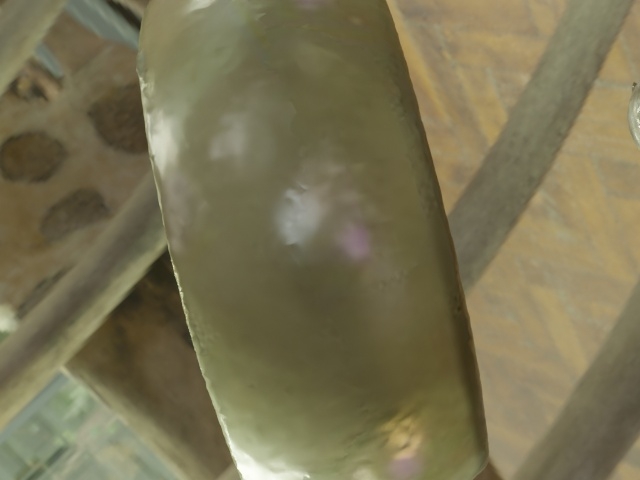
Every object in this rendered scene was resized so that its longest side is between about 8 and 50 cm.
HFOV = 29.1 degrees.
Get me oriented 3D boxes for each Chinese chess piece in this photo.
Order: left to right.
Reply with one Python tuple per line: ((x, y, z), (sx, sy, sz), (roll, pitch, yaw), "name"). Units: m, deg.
((0.000, 0.000, 0.533), (0.251, 0.097, 0.251), (-13, -90, -88), "Chinese chess piece")

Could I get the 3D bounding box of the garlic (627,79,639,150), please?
((0.428, -0.107, 1.118), (0.253, 0.245, 0.245), (53, 159, 11), "garlic")
